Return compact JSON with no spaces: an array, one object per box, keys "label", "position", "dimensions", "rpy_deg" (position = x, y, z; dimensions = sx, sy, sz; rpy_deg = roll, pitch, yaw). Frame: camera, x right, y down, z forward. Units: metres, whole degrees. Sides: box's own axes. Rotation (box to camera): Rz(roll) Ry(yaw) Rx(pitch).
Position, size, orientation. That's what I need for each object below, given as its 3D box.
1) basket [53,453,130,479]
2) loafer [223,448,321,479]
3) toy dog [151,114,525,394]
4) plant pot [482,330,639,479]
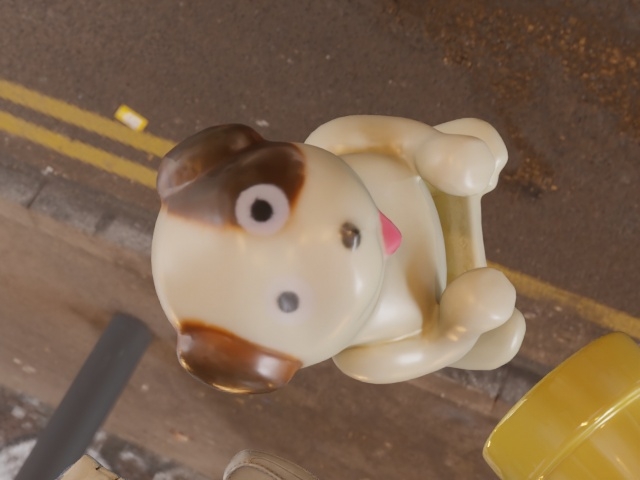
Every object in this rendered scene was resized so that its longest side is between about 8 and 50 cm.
[{"label":"basket","position":[-0.289,0.424,1.091],"dimensions":[0.201,0.255,0.289],"rpy_deg":[30,140,18]},{"label":"loafer","position":[-0.006,0.407,1.218],"dimensions":[0.319,0.111,0.112],"rpy_deg":[40,108,4]},{"label":"toy dog","position":[0.000,0.000,0.896],"dimensions":[0.395,0.285,0.408],"rpy_deg":[3,-178,22]},{"label":"plant pot","position":[0.378,0.287,1.168],"dimensions":[0.239,0.254,0.254],"rpy_deg":[50,163,28]}]
